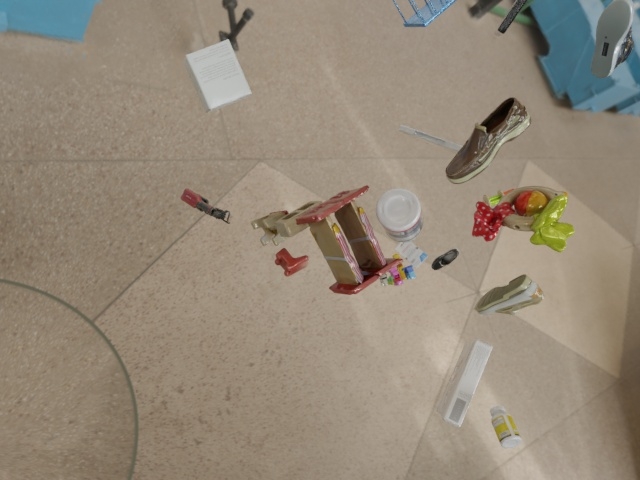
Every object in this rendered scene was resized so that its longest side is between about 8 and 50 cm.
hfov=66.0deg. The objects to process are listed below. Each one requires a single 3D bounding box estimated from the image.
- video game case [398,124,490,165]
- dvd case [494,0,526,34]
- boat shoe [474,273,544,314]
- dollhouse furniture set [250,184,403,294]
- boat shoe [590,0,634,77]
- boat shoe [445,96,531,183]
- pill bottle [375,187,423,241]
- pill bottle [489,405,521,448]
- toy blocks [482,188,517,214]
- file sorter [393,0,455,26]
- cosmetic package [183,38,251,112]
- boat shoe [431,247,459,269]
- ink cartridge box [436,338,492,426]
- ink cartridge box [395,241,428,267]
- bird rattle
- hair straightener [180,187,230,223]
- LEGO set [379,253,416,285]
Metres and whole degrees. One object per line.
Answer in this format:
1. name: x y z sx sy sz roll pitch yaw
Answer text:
1. video game case: 0.441 -0.340 1.754 0.204 0.285 0.025 10 108 -45
2. dvd case: 0.522 -0.624 1.288 0.022 0.180 0.253 33 26 3
3. boat shoe: 0.682 0.226 1.802 0.103 0.302 0.113 40 62 0
4. dollhouse furniture set: 0.000 0.000 1.224 0.152 0.374 0.201 -32 105 -26
5. boat shoe: 0.653 -0.456 1.083 0.083 0.183 0.065 -38 55 -18
6. boat shoe: 0.407 -0.259 1.247 0.257 0.095 0.095 -45 126 1
7. pill bottle: 0.204 -0.055 1.242 0.180 0.108 0.107 42 36 -70
8. pill bottle: 0.569 0.575 1.526 0.065 0.065 0.116 26 32 -26
9. toy blocks: 0.622 -0.113 1.616 0.148 0.054 0.123 -17 95 1
10. file sorter: 0.290 -0.665 1.308 0.170 0.118 0.104 -41 119 1
11. cosmetic package: -0.344 -0.539 1.636 0.151 0.151 0.183 -26 107 -13
12. boat shoe: 0.473 0.076 1.873 0.046 0.125 0.038 49 26 -7
13. ink cartridge box: 0.513 0.505 1.771 0.066 0.261 0.296 24 81 14
14. ink cartridge box: 0.261 0.035 1.413 0.083 0.048 0.028 44 12 16
15. bird rattle: 0.531 -0.067 1.287 0.207 0.254 0.143 -45 122 -30
16. hair straightener: -0.313 -0.095 1.413 0.089 0.231 0.047 30 84 -44
17. LEGO set: 0.257 0.096 1.681 0.087 0.227 0.093 -20 87 -9
